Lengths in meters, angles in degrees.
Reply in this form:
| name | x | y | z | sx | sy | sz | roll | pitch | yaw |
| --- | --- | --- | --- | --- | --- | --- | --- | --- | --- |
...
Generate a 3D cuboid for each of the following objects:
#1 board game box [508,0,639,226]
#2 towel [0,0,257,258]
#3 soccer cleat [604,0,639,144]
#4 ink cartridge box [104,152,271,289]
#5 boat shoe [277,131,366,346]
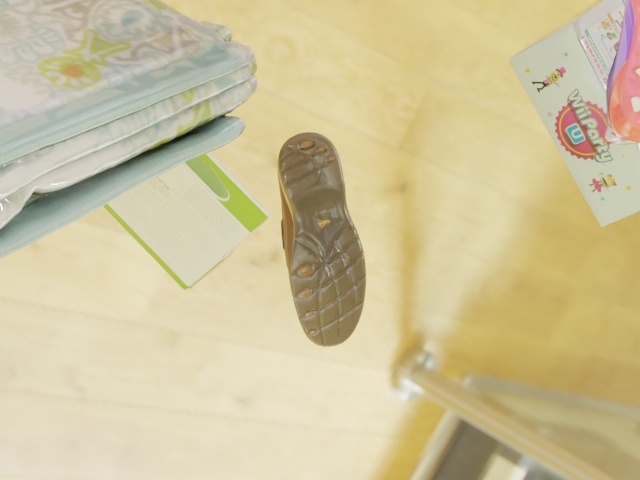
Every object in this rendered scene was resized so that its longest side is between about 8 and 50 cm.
| name | x | y | z | sx | sy | sz | roll | pitch | yaw |
| --- | --- | --- | --- | --- | --- | --- | --- | --- | --- |
| board game box | 0.369 | -0.179 | 1.933 | 0.303 | 0.097 | 0.224 | -35 | 98 | -52 |
| towel | -0.265 | -0.121 | 1.147 | 0.374 | 0.321 | 0.090 | -29 | 142 | -47 |
| soccer cleat | 0.338 | -0.217 | 1.713 | 0.095 | 0.083 | 0.248 | 146 | -43 | -67 |
| ink cartridge box | -0.150 | -0.071 | 1.989 | 0.097 | 0.189 | 0.255 | -47 | -174 | -34 |
| boat shoe | 0.000 | 0.000 | 1.382 | 0.060 | 0.064 | 0.178 | 155 | -73 | -84 |
